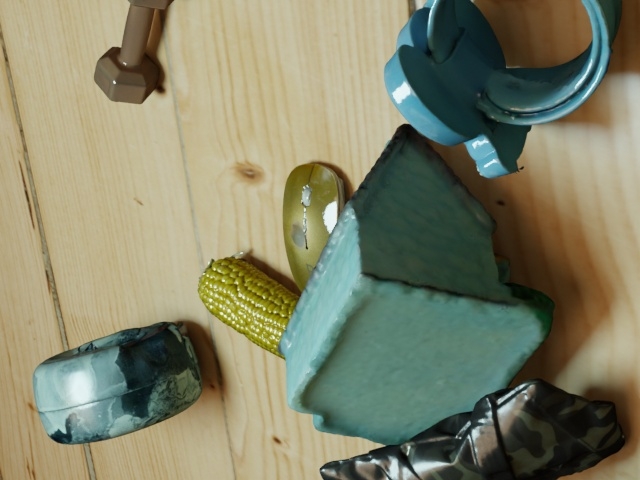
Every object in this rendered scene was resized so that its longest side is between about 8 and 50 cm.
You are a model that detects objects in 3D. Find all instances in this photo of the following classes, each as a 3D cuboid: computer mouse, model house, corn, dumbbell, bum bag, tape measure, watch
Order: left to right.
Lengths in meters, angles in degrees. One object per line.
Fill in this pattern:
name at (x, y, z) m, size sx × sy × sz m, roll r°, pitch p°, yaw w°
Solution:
tape measure at (-0.322, 0.218, 1.701) m, size 0.275 × 0.256 × 0.147 m, roll -13°, pitch 94°, yaw 58°
dumbbell at (-0.253, -0.291, 1.497) m, size 0.092 × 0.082 × 0.231 m, roll 49°, pitch 139°, yaw 24°
corn at (-0.065, 0.102, 1.469) m, size 0.260 × 0.091 × 0.091 m, roll 28°, pitch 137°, yaw 38°
computer mouse at (-0.001, 0.001, 1.375) m, size 0.102 × 0.045 × 0.199 m, roll 15°, pitch 120°, yaw 43°
model house at (0.087, 0.046, 1.195) m, size 0.248 × 0.230 × 0.280 m, roll -92°, pitch 22°, yaw -43°
bum bag at (0.152, 0.235, 1.152) m, size 0.340 × 0.095 × 0.144 m, roll -27°, pitch 130°, yaw 25°
watch at (0.177, -0.182, 0.979) m, size 0.193 × 0.211 × 0.211 m, roll -34°, pitch 81°, yaw 38°
